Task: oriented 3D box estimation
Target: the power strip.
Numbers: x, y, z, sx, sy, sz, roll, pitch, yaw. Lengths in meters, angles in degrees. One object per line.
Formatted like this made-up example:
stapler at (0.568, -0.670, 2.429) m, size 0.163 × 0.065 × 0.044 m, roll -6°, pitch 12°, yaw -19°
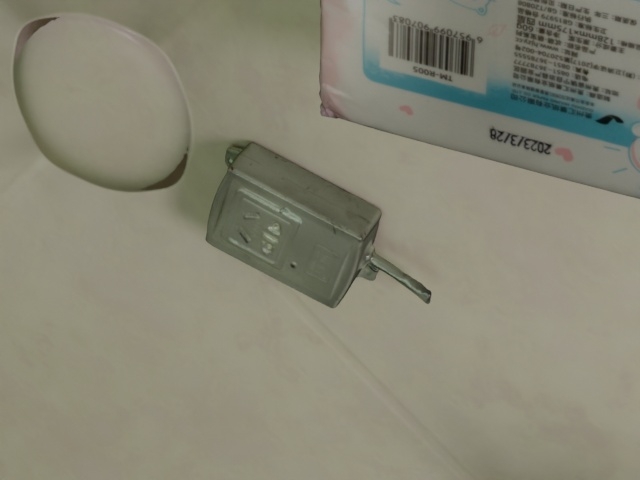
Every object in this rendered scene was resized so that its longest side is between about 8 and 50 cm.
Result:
power strip at (0.000, 0.000, 1.316) m, size 0.175 × 0.042 × 0.075 m, roll 27°, pitch 131°, yaw 9°

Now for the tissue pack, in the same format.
tissue pack at (0.139, -0.139, 1.080) m, size 0.271 × 0.124 × 0.201 m, roll 15°, pitch 133°, yaw 17°
